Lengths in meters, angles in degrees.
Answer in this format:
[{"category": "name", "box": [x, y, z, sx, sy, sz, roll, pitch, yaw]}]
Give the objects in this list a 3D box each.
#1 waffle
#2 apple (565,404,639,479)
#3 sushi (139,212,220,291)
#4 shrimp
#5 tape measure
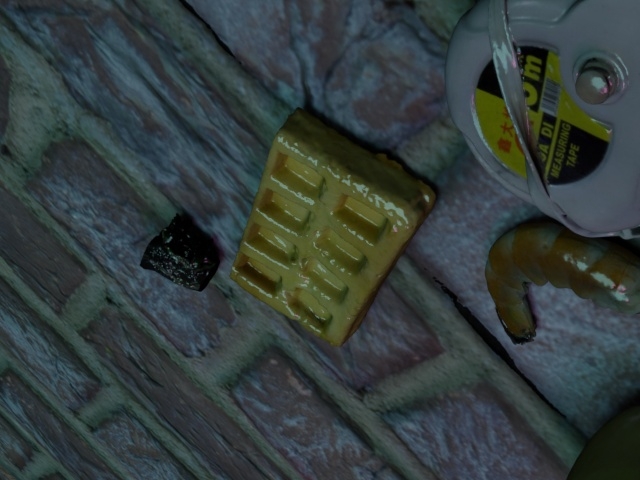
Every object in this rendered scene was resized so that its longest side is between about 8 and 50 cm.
[{"category": "waffle", "box": [0.000, 0.000, 0.892, 0.168, 0.057, 0.274, 35, 139, 8]}, {"category": "apple", "box": [0.353, 0.314, 0.749, 0.295, 0.233, 0.257, 22, 134, 22]}, {"category": "sushi", "box": [-0.173, 0.020, 1.048, 0.083, 0.056, 0.084, 40, 140, 4]}, {"category": "shrimp", "box": [0.227, 0.058, 0.773, 0.161, 0.049, 0.166, 24, 138, 24]}, {"category": "tape measure", "box": [0.185, -0.112, 0.605, 0.197, 0.120, 0.236, 32, 144, 29]}]
